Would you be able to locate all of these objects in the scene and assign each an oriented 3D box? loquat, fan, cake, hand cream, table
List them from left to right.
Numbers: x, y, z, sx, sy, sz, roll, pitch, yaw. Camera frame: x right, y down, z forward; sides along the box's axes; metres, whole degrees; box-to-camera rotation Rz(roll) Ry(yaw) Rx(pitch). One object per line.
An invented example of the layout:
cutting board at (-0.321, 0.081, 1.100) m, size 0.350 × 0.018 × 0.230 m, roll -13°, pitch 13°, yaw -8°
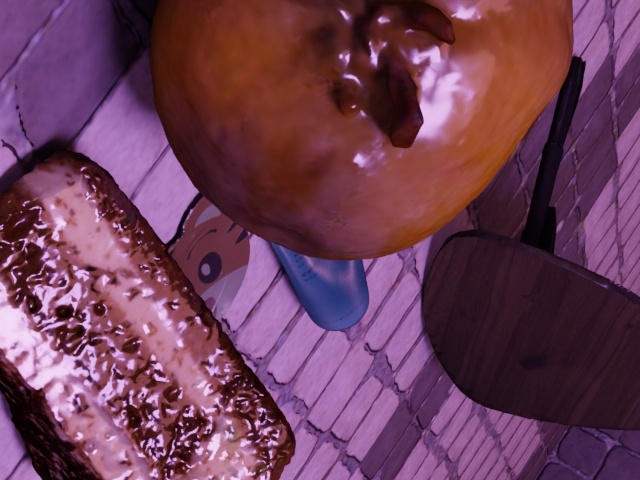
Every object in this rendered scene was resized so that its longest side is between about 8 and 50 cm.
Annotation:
cake at (-0.096, 0.073, 0.747) m, size 0.112 × 0.135 × 0.246 m, roll -46°, pitch 155°, yaw -23°
fan at (-0.085, 0.059, 0.940) m, size 0.152 × 0.008 × 0.227 m, roll -53°, pitch 158°, yaw -13°
hand cream at (0.000, 0.000, 1.014) m, size 0.083 × 0.048 × 0.224 m, roll -49°, pitch 153°, yaw -18°
loquat at (0.019, -0.099, 0.706) m, size 0.238 × 0.193 × 0.238 m, roll -47°, pitch 180°, yaw 0°
table at (0.289, 0.016, 1.395) m, size 0.317 × 0.317 × 0.249 m, roll 87°, pitch 25°, yaw -57°
